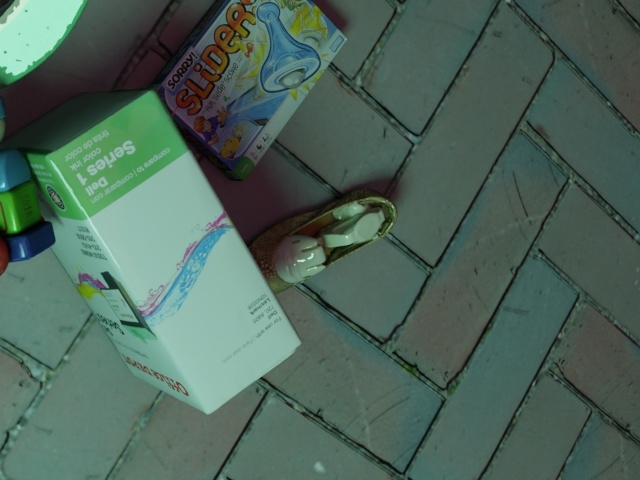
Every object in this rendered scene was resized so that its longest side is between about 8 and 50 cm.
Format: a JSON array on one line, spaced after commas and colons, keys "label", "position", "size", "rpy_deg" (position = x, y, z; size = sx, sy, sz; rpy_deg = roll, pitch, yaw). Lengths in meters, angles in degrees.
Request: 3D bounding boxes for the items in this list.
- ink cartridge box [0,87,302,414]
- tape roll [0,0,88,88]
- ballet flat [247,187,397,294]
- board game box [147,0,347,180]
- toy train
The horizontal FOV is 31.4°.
[{"label": "ink cartridge box", "position": [-0.165, 0.006, 1.059], "size": [0.117, 0.201, 0.278], "rpy_deg": [-37, 112, -22]}, {"label": "tape roll", "position": [-0.335, -0.271, 0.919], "size": [0.321, 0.077, 0.321], "rpy_deg": [-3, 114, -6]}, {"label": "ballet flat", "position": [0.000, 0.000, 1.237], "size": [0.206, 0.067, 0.073], "rpy_deg": [-33, 110, -24]}, {"label": "board game box", "position": [-0.077, -0.182, 1.193], "size": [0.136, 0.035, 0.201], "rpy_deg": [42, 73, -27]}, {"label": "toy train", "position": [-0.359, -0.034, 0.954], "size": [0.248, 0.105, 0.143], "rpy_deg": [-8, 101, 11]}]
